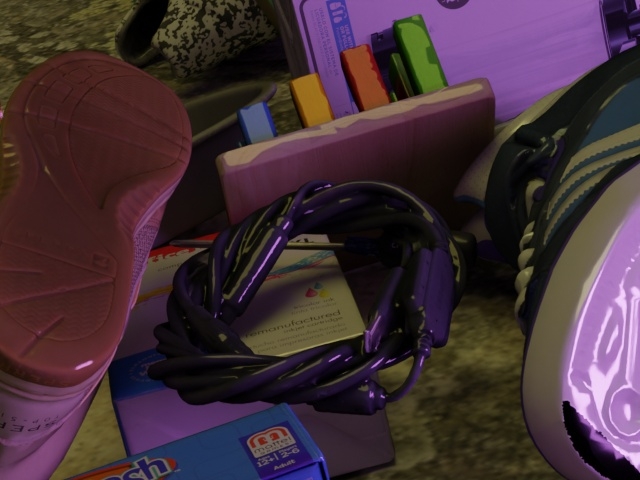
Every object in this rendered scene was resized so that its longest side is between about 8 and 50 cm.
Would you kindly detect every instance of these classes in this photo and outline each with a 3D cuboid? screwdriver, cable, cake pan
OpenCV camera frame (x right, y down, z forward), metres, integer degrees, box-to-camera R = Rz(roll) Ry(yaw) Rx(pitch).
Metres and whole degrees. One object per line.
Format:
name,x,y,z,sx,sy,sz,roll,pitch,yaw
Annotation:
screwdriver,0.000,0.000,0.998,0.169,0.025,0.024,6,22,13
cable,-0.006,0.028,0.921,0.150,0.047,0.184,-11,31,14
cake pan,-0.153,-0.022,1.227,0.293,0.054,0.293,-23,10,4

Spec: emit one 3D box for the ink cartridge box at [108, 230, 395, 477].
ink cartridge box,-0.048,0.054,1.034,0.134,0.078,0.231,-15,22,-4

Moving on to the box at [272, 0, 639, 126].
box,0.124,-0.143,1.280,0.290,0.169,0.087,-17,22,-8

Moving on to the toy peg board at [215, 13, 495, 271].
toy peg board,0.015,-0.054,1.127,0.160,0.161,0.079,-16,62,-5

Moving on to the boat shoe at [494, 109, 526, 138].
boat shoe,0.204,-0.067,1.172,0.219,0.078,0.070,0,28,35

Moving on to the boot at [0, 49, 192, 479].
boot,-0.148,0.040,0.948,0.095,0.203,0.262,20,36,-12

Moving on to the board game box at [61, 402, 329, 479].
board game box,-0.054,0.174,0.586,0.160,0.210,0.047,-18,22,-11

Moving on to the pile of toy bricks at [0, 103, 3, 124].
pile of toy bricks,-0.292,-0.086,1.408,0.118,0.105,0.212,-19,5,-13

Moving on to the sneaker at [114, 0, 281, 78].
sneaker,-0.124,-0.242,1.721,0.182,0.158,0.410,-34,20,-3

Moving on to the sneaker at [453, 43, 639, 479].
sneaker,0.144,0.016,1.002,0.236,0.130,0.323,-23,27,53
